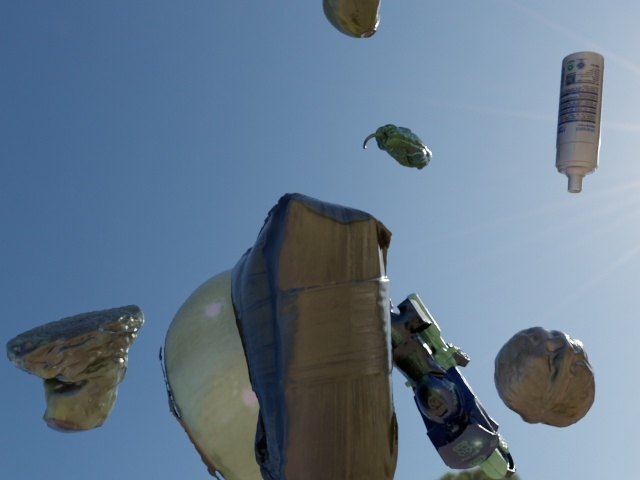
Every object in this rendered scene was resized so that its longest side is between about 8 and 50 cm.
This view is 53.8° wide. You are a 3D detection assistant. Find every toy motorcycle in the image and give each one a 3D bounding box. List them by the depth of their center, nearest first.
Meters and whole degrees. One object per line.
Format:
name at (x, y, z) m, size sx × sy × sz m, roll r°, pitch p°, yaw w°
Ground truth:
toy motorcycle at (0.194, 0.244, 1.020) m, size 0.125 × 0.331 × 0.196 m, roll -41°, pitch -21°, yaw 13°

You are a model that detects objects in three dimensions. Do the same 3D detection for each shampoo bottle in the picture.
shampoo bottle at (0.564, -0.253, 1.373) m, size 0.092 × 0.092 × 0.303 m, roll 13°, pitch -101°, yaw -35°

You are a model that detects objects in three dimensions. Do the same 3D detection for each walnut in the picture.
walnut at (0.557, 0.343, 1.572) m, size 0.248 × 0.248 × 0.248 m, roll -15°, pitch -50°, yaw -18°

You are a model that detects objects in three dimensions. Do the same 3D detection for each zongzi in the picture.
zongzi at (-0.035, 0.119, 0.669) m, size 0.139 × 0.300 × 0.286 m, roll 4°, pitch -102°, yaw -28°

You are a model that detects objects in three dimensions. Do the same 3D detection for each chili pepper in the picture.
chili pepper at (0.203, -0.223, 1.531) m, size 0.257 × 0.100 × 0.074 m, roll 23°, pitch -108°, yaw -55°

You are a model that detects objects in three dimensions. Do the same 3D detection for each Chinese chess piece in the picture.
Chinese chess piece at (-0.067, 0.203, 0.896) m, size 0.146 × 0.349 × 0.349 m, roll -36°, pitch -46°, yaw 11°

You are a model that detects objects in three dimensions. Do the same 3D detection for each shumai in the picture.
shumai at (-0.549, 0.312, 1.490) m, size 0.304 × 0.309 × 0.263 m, roll -15°, pitch -83°, yaw -42°

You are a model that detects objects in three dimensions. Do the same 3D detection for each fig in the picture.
fig at (0.076, -0.538, 1.429) m, size 0.144 × 0.154 × 0.165 m, roll -6°, pitch -95°, yaw -38°

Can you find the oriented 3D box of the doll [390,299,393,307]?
doll at (0.169, 0.301, 1.945) m, size 0.200 × 0.105 × 0.336 m, roll 23°, pitch -109°, yaw -50°
